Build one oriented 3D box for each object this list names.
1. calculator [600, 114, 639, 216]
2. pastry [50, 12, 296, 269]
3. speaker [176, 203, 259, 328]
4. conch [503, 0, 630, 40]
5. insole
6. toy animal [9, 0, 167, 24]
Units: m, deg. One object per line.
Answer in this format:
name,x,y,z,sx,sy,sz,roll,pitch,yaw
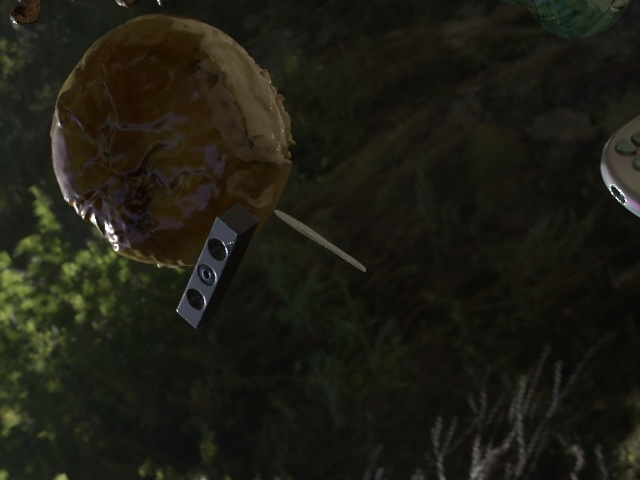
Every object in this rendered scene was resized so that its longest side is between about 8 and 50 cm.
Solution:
calculator,0.424,-0.087,1.163,0.185,0.298,0.041,54,153,41
pastry,-0.231,-0.159,1.828,0.410,0.409,0.245,60,-159,-3
speaker,-0.136,0.035,1.500,0.040,0.191,0.046,39,-138,13
conch,0.285,-0.322,1.399,0.188,0.122,0.176,39,-174,6
insole,0.000,0.000,1.519,0.152,0.002,0.053,34,-167,-13
toy animal,-0.350,-0.354,1.414,0.097,0.312,0.158,44,141,46
